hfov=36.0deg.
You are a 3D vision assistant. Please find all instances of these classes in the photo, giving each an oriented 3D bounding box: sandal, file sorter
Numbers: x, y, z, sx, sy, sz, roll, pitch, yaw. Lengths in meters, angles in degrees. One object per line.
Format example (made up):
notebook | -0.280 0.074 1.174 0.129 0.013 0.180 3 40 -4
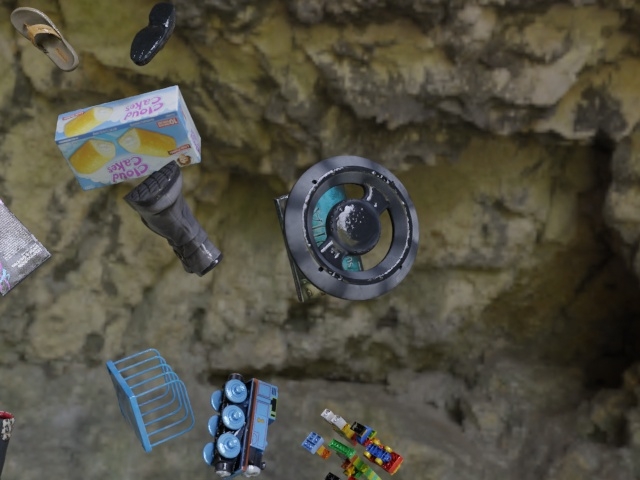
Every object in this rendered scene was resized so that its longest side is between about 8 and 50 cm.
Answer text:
sandal | -0.609 -0.444 2.174 0.072 0.180 0.049 -40 10 17
file sorter | -0.317 0.291 1.841 0.104 0.118 0.170 -21 24 -19

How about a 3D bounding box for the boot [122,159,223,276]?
boot | -0.265 -0.032 1.910 0.223 0.118 0.338 52 -8 -10

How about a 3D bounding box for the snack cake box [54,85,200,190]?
snack cake box | -0.397 -0.211 2.052 0.264 0.089 0.152 -14 -45 6

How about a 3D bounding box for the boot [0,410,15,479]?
boot | -0.557 0.361 1.526 0.085 0.179 0.236 11 -1 10

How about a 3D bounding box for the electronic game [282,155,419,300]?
electronic game | 0.050 -0.020 1.532 0.229 0.229 0.048 9 -14 -20

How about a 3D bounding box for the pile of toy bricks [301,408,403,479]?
pile of toy bricks | 0.063 0.377 1.652 0.105 0.118 0.212 50 -17 -30

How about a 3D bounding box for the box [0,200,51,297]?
box | -0.593 0.008 1.810 0.162 0.116 0.029 47 -20 2

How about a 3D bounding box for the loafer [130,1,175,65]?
loafer | -0.330 -0.404 1.981 0.062 0.170 0.061 12 -36 17

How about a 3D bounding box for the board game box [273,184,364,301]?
board game box | 0.000 0.000 1.703 0.126 0.186 0.026 -18 11 -18

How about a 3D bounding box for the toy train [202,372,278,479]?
toy train | -0.132 0.316 1.660 0.105 0.184 0.080 23 -38 -24
